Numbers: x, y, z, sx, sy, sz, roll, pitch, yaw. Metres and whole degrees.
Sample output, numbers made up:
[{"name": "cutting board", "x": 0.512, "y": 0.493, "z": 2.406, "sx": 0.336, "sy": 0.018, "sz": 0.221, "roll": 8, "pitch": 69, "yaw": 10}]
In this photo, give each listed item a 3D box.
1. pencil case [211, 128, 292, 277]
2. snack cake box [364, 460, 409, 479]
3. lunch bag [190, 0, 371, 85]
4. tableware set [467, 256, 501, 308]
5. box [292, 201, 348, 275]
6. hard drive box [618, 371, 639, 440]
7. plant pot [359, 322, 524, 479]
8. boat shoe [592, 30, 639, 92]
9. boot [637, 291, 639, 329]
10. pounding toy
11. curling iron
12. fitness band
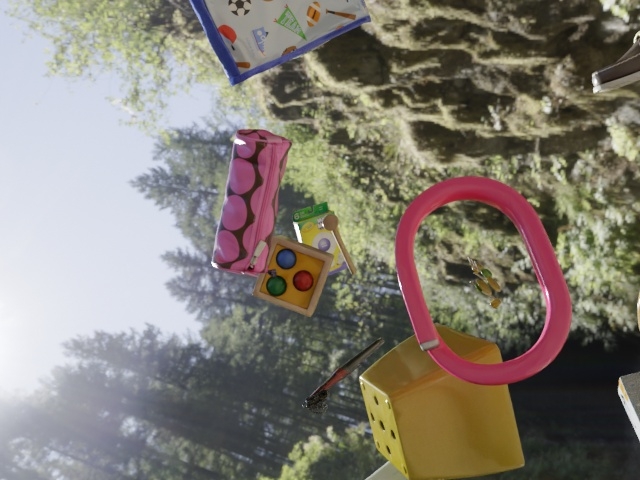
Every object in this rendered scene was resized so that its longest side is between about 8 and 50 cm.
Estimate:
[{"name": "pencil case", "x": -0.095, "y": -0.054, "z": 0.837, "sx": 0.098, "sy": 0.095, "sz": 0.210, "roll": -148, "pitch": 66, "yaw": -72}, {"name": "snack cake box", "x": 0.152, "y": 0.520, "z": 0.991, "sx": 0.152, "sy": 0.089, "sz": 0.265, "roll": -17, "pitch": -82, "yaw": -42}, {"name": "lunch bag", "x": -0.125, "y": -0.559, "z": 1.298, "sx": 0.385, "sy": 0.238, "sz": 0.328, "roll": -39, "pitch": -66, "yaw": -33}, {"name": "tableware set", "x": 0.418, "y": 0.111, "z": 1.480, "sx": 0.104, "sy": 0.024, "sz": 0.154, "roll": 30, "pitch": -152, "yaw": -23}, {"name": "box", "x": 0.000, "y": 0.000, "z": 1.471, "sx": 0.105, "sy": 0.043, "sz": 0.179, "roll": -20, "pitch": -78, "yaw": -17}, {"name": "hard drive box", "x": 0.799, "y": 0.440, "z": 1.380, "sx": 0.181, "sy": 0.089, "sz": 0.232, "roll": 46, "pitch": -153, "yaw": -54}, {"name": "plant pot", "x": 0.188, "y": 0.285, "z": 0.997, "sx": 0.187, "sy": 0.212, "sz": 0.212, "roll": -16, "pitch": -83, "yaw": -17}, {"name": "boat shoe", "x": 0.728, "y": -0.415, "z": 1.234, "sx": 0.097, "sy": 0.324, "sz": 0.116, "roll": 66, "pitch": -165, "yaw": -5}, {"name": "boot", "x": 0.684, "y": 0.200, "z": 1.010, "sx": 0.104, "sy": 0.211, "sz": 0.295, "roll": -25, "pitch": -76, "yaw": -16}, {"name": "pounding toy", "x": -0.015, "y": 0.042, "z": 1.180, "sx": 0.094, "sy": 0.181, "sz": 0.206, "roll": -28, "pitch": -41, "yaw": -84}, {"name": "curling iron", "x": 0.066, "y": 0.346, "z": 1.501, "sx": 0.274, "sy": 0.068, "sz": 0.035, "roll": -38, "pitch": -57, "yaw": -22}, {"name": "fitness band", "x": 0.215, "y": 0.049, "z": 0.797, "sx": 0.054, "sy": 0.208, "sz": 0.291, "roll": 44, "pitch": -151, "yaw": -65}]
